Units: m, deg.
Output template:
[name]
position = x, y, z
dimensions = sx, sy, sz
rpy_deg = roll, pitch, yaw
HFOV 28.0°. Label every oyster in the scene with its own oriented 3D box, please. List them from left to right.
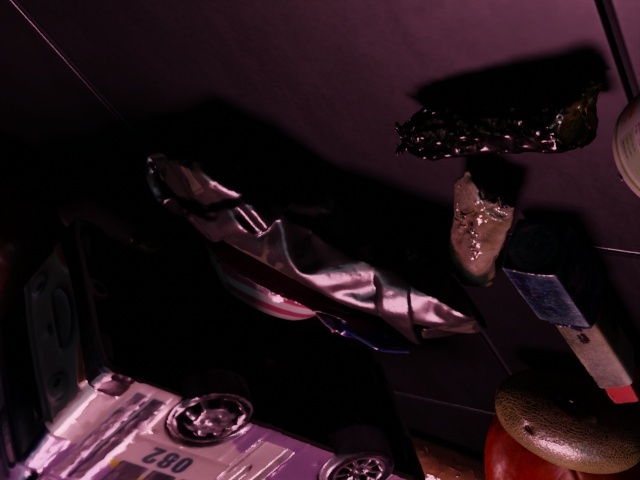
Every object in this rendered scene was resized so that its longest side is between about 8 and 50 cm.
[oyster]
position = -0.167, 0.022, 1.418
dimensions = 0.108, 0.053, 0.165
rpy_deg = 33, 166, 0

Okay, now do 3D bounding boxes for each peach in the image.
[peach]
position = 0.290, 0.259, 1.446
dimensions = 0.190, 0.226, 0.196
rpy_deg = -1, 140, -43

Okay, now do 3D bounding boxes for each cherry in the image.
[cherry]
position = -0.412, 0.028, 1.388
dimensions = 0.261, 0.221, 0.307
rpy_deg = 7, -161, 42

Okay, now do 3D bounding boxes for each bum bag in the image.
[bum bag]
position = 0.000, 0.000, 1.144
dimensions = 0.340, 0.095, 0.144
rpy_deg = 29, 168, -4

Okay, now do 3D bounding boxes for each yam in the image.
[yam]
position = 0.182, 0.320, 1.768
dimensions = 0.357, 0.081, 0.081
rpy_deg = 14, 158, 17

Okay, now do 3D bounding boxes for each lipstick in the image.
[lipstick]
position = 0.243, 0.075, 1.157
dimensions = 0.051, 0.051, 0.312
rpy_deg = 5, 156, 32

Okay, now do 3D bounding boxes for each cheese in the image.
[cheese]
position = -0.021, 0.050, 1.247
dimensions = 0.244, 0.062, 0.155
rpy_deg = 31, -170, 28

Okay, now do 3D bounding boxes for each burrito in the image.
[burrito]
position = 0.131, -0.009, 1.062
dimensions = 0.051, 0.042, 0.171
rpy_deg = 47, 160, 19

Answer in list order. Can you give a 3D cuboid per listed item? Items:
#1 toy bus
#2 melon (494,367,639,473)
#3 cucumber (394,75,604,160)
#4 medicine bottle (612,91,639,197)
[toy bus]
position = -0.129, 0.176, 1.334
dimensions = 0.249, 0.209, 0.440
rpy_deg = -42, 134, 23
[melon]
position = 0.259, 0.185, 1.331
dimensions = 0.162, 0.099, 0.099
rpy_deg = 17, 158, 16
[cucumber]
position = 0.121, -0.082, 0.893
dimensions = 0.181, 0.053, 0.053
rpy_deg = 0, 150, 49
[medicine bottle]
position = 0.239, -0.083, 0.725
dimensions = 0.086, 0.086, 0.183
rpy_deg = 23, 158, -4
